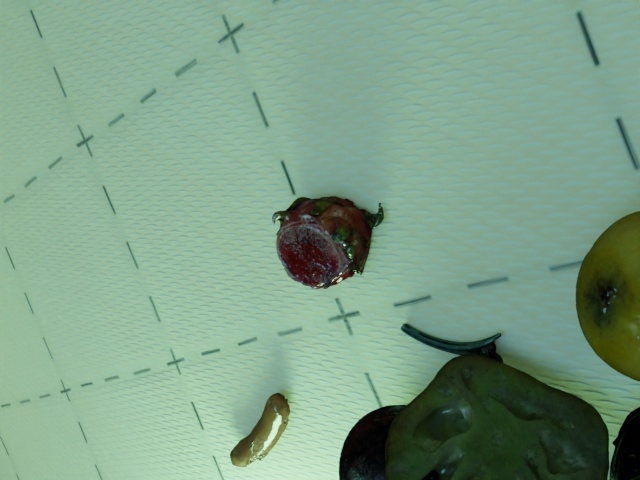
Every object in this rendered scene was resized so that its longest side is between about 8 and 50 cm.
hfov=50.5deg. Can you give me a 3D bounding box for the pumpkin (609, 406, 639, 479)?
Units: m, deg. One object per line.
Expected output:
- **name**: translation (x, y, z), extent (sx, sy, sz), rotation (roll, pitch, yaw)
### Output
- **pumpkin**: translation (0.591, 0.390, 1.036), extent (0.296, 0.296, 0.295), rotation (14, 114, 35)

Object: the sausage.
- **sausage**: translation (-0.156, 0.517, 1.798), extent (0.087, 0.079, 0.326), rotation (38, 128, 9)

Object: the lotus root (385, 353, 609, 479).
- **lotus root**: translation (0.301, 0.369, 1.194), extent (0.391, 0.374, 0.111), rotation (-14, 132, 3)

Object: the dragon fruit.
- **dragon fruit**: translation (0.000, 0.000, 1.448), extent (0.282, 0.147, 0.211), rotation (-28, 87, 43)

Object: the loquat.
- **loquat**: translation (0.508, 0.083, 1.004), extent (0.263, 0.263, 0.263), rotation (14, 114, 35)

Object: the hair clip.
- **hair clip**: translation (0.261, 0.208, 1.383), extent (0.230, 0.039, 0.070), rotation (4, 109, 39)

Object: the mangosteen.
- **mangosteen**: translation (0.184, 0.463, 1.371), extent (0.300, 0.300, 0.300), rotation (14, 114, 35)
